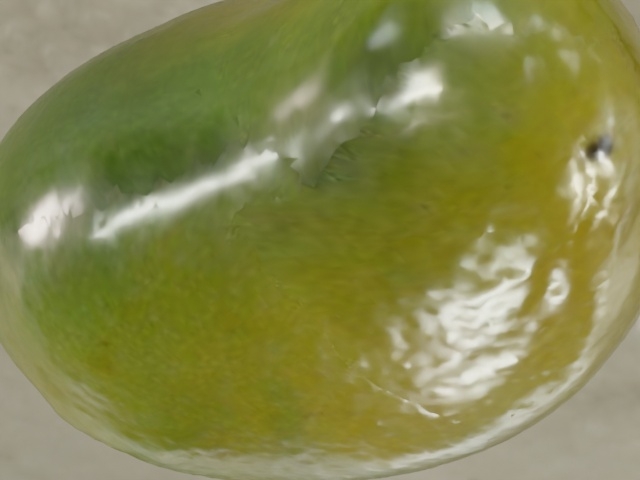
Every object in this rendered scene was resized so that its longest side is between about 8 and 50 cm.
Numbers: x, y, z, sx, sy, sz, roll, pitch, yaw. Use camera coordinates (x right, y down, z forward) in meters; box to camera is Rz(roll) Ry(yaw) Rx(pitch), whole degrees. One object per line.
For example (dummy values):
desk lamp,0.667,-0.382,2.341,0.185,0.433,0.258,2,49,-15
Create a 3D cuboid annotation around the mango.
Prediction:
mango,0.001,0.003,0.406,0.191,0.085,0.122,-13,125,45
